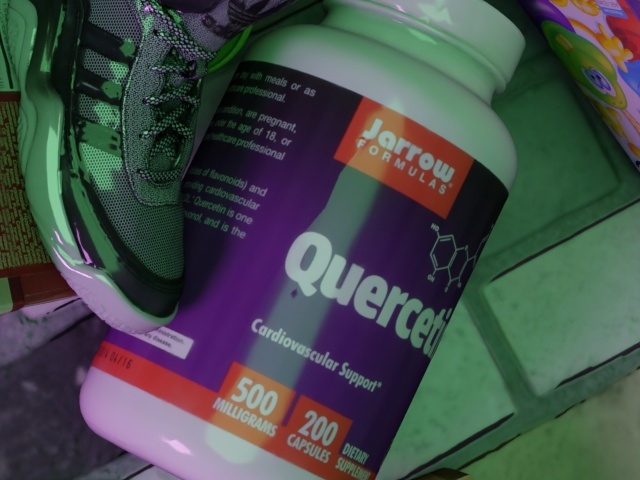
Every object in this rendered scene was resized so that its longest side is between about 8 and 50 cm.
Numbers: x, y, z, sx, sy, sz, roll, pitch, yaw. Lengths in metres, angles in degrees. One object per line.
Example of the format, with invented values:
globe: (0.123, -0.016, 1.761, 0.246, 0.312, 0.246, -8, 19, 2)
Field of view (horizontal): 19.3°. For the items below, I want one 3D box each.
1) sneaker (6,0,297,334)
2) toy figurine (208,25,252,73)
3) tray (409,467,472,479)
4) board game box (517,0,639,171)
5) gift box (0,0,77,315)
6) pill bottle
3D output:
sneaker: (-0.081, -0.091, 1.010, 0.153, 0.101, 0.268, -14, 83, 28)
toy figurine: (-0.037, -0.191, 1.134, 0.159, 0.173, 0.130, -36, 98, -51)
tray: (0.062, 0.371, 1.174, 0.203, 0.076, 0.411, -20, 92, -10)
board game box: (0.248, -0.115, 1.142, 0.142, 0.144, 0.275, -45, 119, -8)
gift box: (-0.310, -0.050, 1.007, 0.258, 0.276, 0.255, -13, 84, 28)
pill bottle: (0.000, 0.000, 1.124, 0.181, 0.181, 0.323, 26, 84, -7)
